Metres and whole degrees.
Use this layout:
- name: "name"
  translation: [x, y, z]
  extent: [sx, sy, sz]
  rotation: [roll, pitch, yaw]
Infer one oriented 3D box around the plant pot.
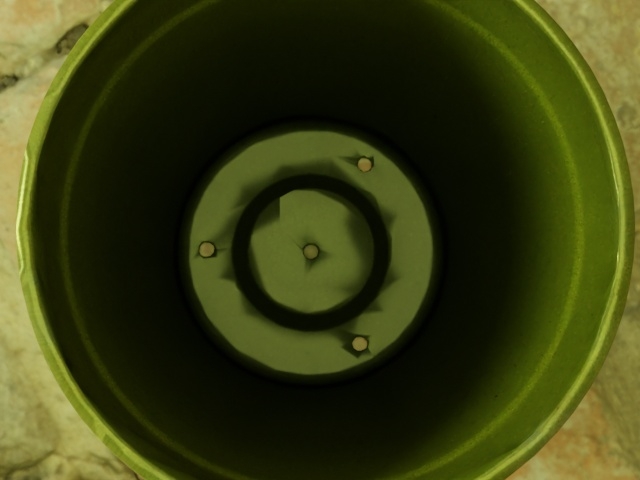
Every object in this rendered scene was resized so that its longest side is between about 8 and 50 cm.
- name: "plant pot"
  translation: [0.000, 0.000, 0.908]
  extent: [0.366, 0.353, 0.366]
  rotation: [0, 87, -1]
